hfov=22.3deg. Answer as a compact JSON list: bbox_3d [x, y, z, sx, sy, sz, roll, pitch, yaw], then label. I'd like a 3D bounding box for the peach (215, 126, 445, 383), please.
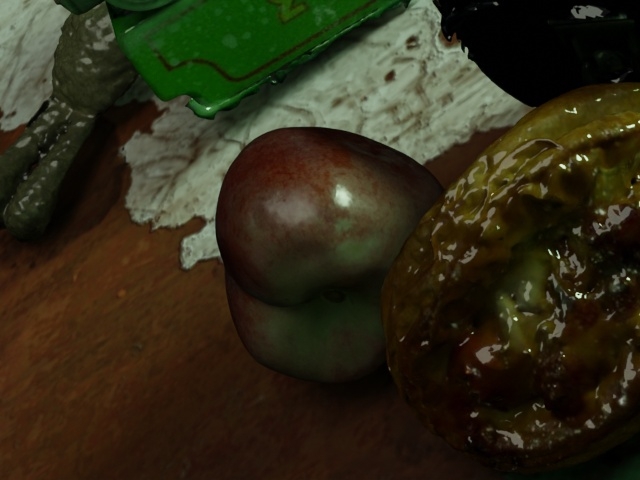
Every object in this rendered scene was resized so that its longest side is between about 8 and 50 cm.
[{"bbox_3d":[0.000,0.000,0.956,0.152,0.152,0.152,-21,48,26],"label":"peach"}]

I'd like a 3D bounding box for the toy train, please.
[{"bbox_3d":[-0.060,-0.209,1.110,0.243,0.188,0.132,-30,40,5],"label":"toy train"}]

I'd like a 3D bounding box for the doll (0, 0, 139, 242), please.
[{"bbox_3d":[-0.159,-0.141,1.238,0.202,0.091,0.286,-7,65,26],"label":"doll"}]

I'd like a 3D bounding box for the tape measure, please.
[{"bbox_3d":[0.167,-0.134,0.884,0.199,0.186,0.112,-2,63,34],"label":"tape measure"}]

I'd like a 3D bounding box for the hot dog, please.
[{"bbox_3d":[0.131,0.020,0.842,0.160,0.099,0.227,40,98,5],"label":"hot dog"}]
